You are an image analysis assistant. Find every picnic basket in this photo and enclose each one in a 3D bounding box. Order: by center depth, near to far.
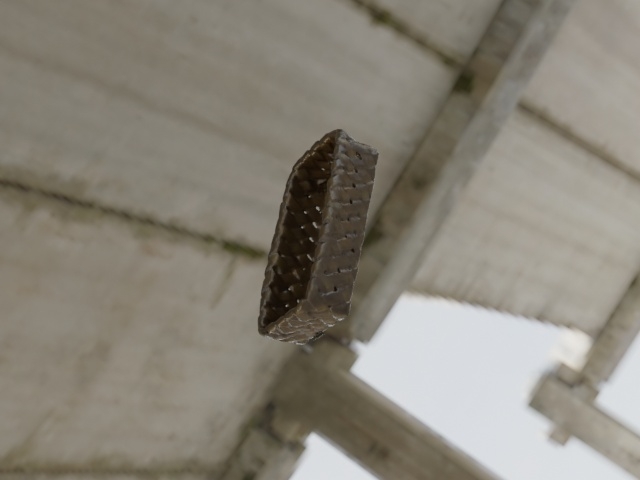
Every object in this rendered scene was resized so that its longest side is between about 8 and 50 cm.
[{"bbox_3d":[0.000,0.000,1.410,0.110,0.055,0.193,-37,34,52],"label":"picnic basket"}]
